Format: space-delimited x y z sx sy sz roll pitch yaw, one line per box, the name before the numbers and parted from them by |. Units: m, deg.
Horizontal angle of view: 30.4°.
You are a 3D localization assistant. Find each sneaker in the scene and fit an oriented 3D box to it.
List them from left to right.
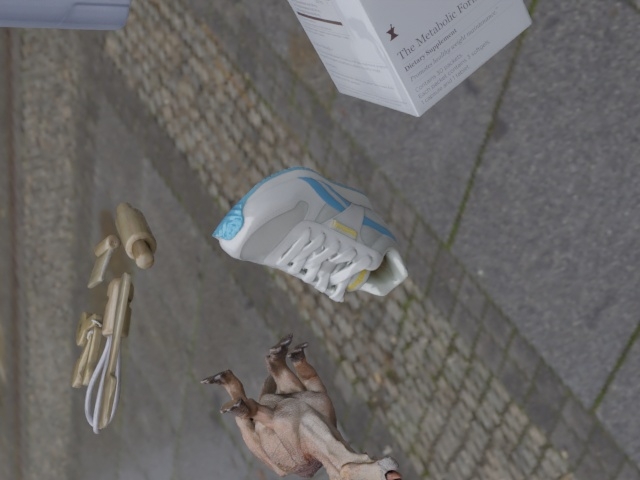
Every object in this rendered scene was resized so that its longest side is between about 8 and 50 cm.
sneaker | 0.000 0.000 1.025 0.087 0.228 0.092 -47 63 23

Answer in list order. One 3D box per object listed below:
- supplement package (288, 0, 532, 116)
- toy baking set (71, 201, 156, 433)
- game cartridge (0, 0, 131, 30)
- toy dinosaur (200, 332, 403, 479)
supplement package | 0.041 -0.245 0.952 0.134 0.139 0.244 28 155 57
toy baking set | -0.196 0.073 1.132 0.256 0.030 0.197 -140 65 -67
game cartridge | -0.224 -0.304 0.871 0.060 0.196 0.294 33 121 51
toy dinosaur | -0.027 0.225 1.312 0.200 0.127 0.295 62 166 -10
